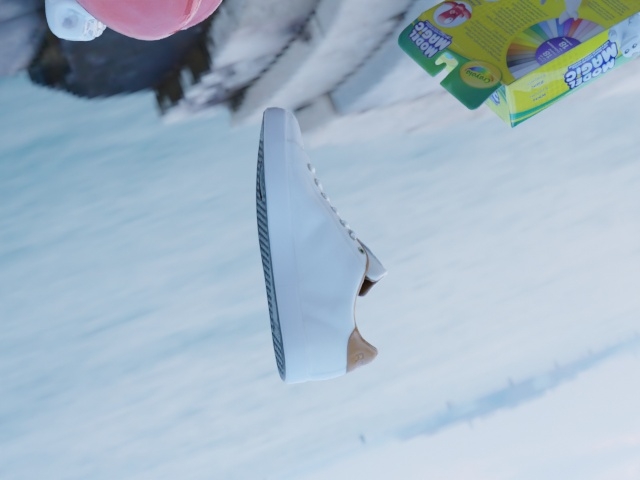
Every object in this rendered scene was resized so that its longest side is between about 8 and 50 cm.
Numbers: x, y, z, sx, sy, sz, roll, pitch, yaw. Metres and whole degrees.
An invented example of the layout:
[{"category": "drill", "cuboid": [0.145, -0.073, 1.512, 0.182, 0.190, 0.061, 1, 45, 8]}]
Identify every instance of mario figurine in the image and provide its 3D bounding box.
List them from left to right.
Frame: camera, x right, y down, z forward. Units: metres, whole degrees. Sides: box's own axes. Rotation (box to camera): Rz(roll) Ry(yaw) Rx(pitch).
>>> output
[{"category": "mario figurine", "cuboid": [-0.129, -0.269, 1.085, 0.170, 0.320, 0.198, -1, 142, -14]}]

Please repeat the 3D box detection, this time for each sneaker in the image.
[{"category": "sneaker", "cuboid": [0.000, 0.000, 1.471, 0.123, 0.290, 0.106, -6, 169, -8]}]

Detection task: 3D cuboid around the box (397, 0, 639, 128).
[{"category": "box", "cuboid": [0.149, -0.142, 0.938, 0.179, 0.105, 0.043, -28, 136, -13]}]
